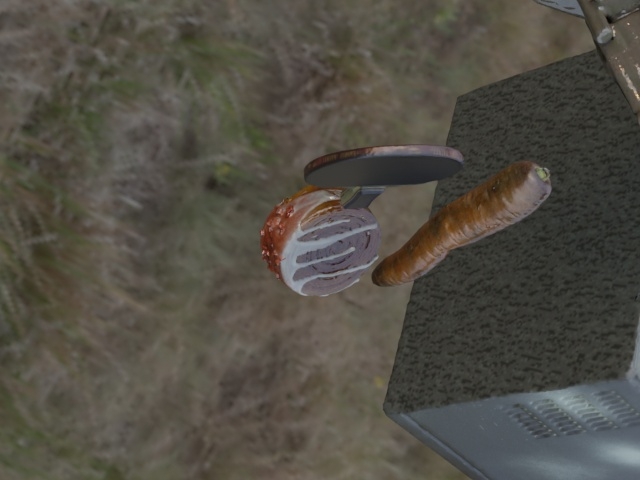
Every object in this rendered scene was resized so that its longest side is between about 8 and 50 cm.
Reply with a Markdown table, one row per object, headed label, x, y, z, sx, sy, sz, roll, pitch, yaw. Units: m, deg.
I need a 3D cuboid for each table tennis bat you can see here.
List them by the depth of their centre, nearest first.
| label | x | y | z | sx | sy | sz | roll | pitch | yaw |
| --- | --- | --- | --- | --- | --- | --- | --- | --- | --- |
| table tennis bat | 0.034 | -0.039 | 0.933 | 0.158 | 0.095 | 0.014 | 135 | -49 | -78 |

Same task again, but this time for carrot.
| label | x | y | z | sx | sy | sz | roll | pitch | yaw |
| --- | --- | --- | --- | --- | --- | --- | --- | --- | --- |
| carrot | 0.090 | -0.007 | 1.027 | 0.165 | 0.036 | 0.035 | -32 | 175 | 36 |

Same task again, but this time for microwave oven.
| label | x | y | z | sx | sy | sz | roll | pitch | yaw |
| --- | --- | --- | --- | --- | --- | --- | --- | --- | --- |
| microwave oven | 0.303 | 0.033 | 1.647 | 0.236 | 0.374 | 0.432 | 40 | 52 | -35 |

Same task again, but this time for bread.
| label | x | y | z | sx | sy | sz | roll | pitch | yaw |
| --- | --- | --- | --- | --- | --- | --- | --- | --- | --- |
| bread | 0.000 | 0.000 | 2.005 | 0.160 | 0.073 | 0.160 | -16 | 135 | -17 |

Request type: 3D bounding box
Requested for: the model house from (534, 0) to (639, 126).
| label | x | y | z | sx | sy | sz | roll | pitch | yaw |
| --- | --- | --- | --- | --- | --- | --- | --- | --- | --- |
| model house | 0.297 | -0.188 | 1.200 | 0.229 | 0.188 | 0.122 | -26 | 139 | 13 |
